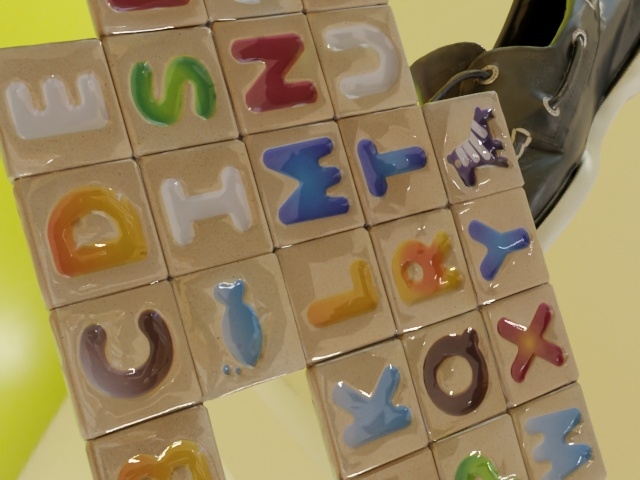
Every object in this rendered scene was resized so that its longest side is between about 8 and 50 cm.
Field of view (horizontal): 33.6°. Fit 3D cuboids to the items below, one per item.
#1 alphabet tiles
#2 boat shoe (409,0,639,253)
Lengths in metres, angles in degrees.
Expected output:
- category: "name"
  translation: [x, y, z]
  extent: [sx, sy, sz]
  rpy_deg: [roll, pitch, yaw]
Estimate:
- category: "alphabet tiles"
  translation: [0.000, 0.000, 0.362]
  extent: [0.009, 0.198, 0.237]
  rpy_deg: [-18, -93, 56]
- category: "boat shoe"
  translation: [0.104, -0.075, 0.613]
  extent: [0.340, 0.113, 0.127]
  rpy_deg: [-50, -172, -30]
